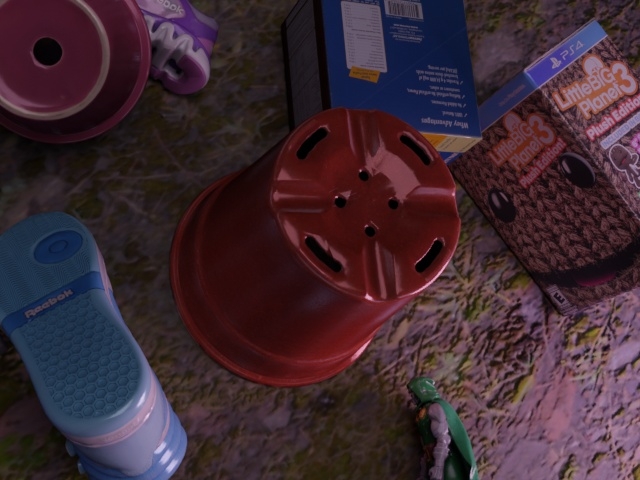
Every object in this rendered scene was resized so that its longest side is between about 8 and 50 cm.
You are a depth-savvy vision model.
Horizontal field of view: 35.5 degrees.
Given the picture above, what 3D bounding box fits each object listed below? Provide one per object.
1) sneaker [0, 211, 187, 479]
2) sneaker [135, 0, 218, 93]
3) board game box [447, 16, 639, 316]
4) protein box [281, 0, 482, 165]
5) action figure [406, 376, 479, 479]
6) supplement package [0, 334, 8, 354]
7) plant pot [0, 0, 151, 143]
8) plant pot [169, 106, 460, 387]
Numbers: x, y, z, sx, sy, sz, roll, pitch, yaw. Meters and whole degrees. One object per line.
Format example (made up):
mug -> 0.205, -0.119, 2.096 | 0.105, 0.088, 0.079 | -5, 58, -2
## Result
sneaker -> -0.238, 0.127, 1.022 | 0.127, 0.208, 0.319 | -24, 46, -10
sneaker -> -0.217, -0.278, 1.180 | 0.236, 0.095, 0.105 | 35, 56, -14
board game box -> 0.322, -0.082, 1.251 | 0.141, 0.232, 0.291 | -37, 88, -28
protein box -> 0.072, -0.200, 1.241 | 0.199, 0.136, 0.201 | 2, 72, -22
action figure -> 0.144, 0.266, 1.138 | 0.063, 0.137, 0.232 | -10, 68, -12
supplement package -> -0.446, 0.014, 0.916 | 0.175, 0.177, 0.293 | -30, 85, -12
plant pot -> -0.277, -0.194, 1.029 | 0.201, 0.180, 0.201 | -2, 101, -8
plant pot -> 0.000, 0.000, 1.071 | 0.272, 0.265, 0.273 | 7, 70, -20
